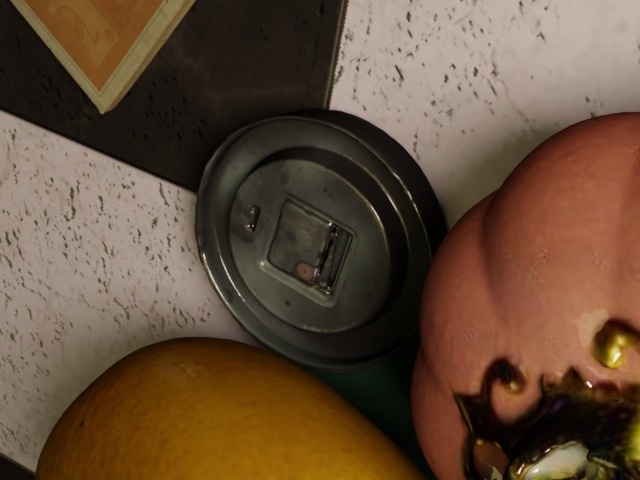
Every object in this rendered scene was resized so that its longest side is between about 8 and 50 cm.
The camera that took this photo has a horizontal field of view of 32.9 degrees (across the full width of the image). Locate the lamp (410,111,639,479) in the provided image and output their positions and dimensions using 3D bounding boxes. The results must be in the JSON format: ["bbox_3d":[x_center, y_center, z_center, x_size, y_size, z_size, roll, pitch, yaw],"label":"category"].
[{"bbox_3d":[0.178,0.087,0.533,0.305,0.240,0.305,16,120,29],"label":"lamp"}]

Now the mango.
[{"bbox_3d":[-0.034,0.200,0.693,0.378,0.221,0.263,21,141,43],"label":"mango"}]

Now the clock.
[{"bbox_3d":[0.000,0.000,0.734,0.185,0.040,0.184,13,116,27],"label":"clock"}]

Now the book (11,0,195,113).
[{"bbox_3d":[-0.185,-0.233,0.766,0.241,0.018,0.170,51,127,5],"label":"book"}]
